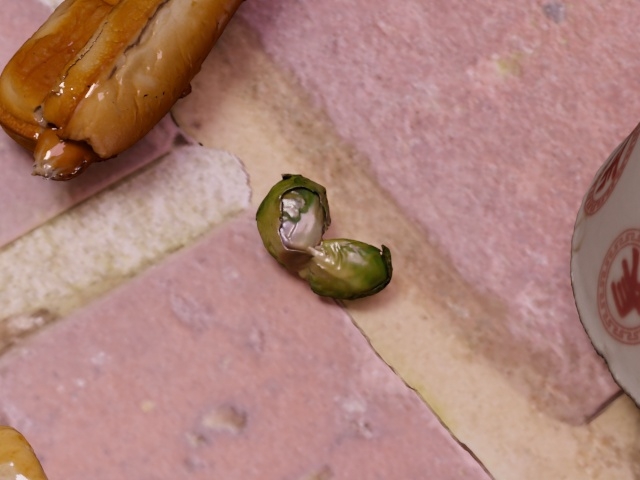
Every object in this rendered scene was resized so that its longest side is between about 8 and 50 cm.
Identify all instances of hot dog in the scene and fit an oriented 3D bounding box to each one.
[{"bbox_3d":[-0.099,-0.120,1.069,0.102,0.076,0.249,6,49,35],"label":"hot dog"}]

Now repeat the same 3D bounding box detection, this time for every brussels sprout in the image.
[{"bbox_3d":[0.000,0.001,1.038,0.083,0.046,0.051,42,67,11],"label":"brussels sprout"}]

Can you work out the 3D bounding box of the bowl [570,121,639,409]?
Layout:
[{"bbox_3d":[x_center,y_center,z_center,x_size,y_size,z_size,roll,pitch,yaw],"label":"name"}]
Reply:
[{"bbox_3d":[0.305,-0.031,1.007,0.337,0.157,0.337,-2,48,3],"label":"bowl"}]

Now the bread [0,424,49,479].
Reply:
[{"bbox_3d":[-0.148,0.162,0.869,0.073,0.122,0.149,-20,66,-19],"label":"bread"}]
